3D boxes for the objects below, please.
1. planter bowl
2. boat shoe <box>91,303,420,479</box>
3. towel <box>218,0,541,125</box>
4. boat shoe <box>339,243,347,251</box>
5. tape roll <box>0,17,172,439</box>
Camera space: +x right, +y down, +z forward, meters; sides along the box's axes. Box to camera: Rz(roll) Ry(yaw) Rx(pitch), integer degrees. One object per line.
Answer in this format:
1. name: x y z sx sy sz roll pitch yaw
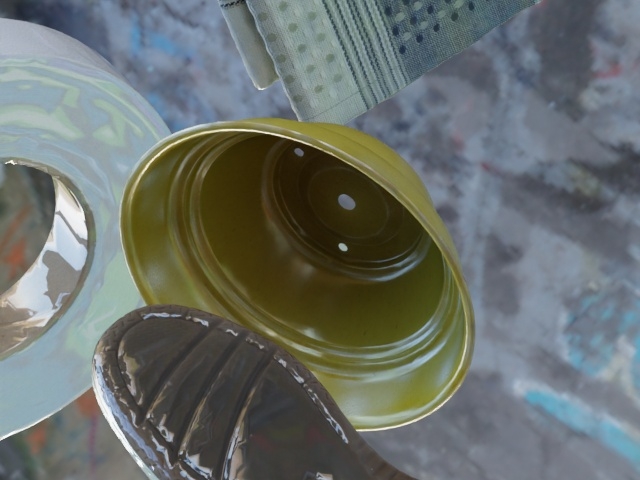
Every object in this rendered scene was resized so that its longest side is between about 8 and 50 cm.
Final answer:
1. planter bowl: 0.000 0.000 0.834 0.217 0.090 0.217 16 133 17
2. boat shoe: -0.008 0.098 0.523 0.190 0.068 0.072 38 153 21
3. towel: 0.044 -0.277 1.071 0.056 0.312 0.324 22 141 60
4. boat shoe: -0.033 0.053 1.605 0.089 0.104 0.285 55 159 0
5. tape roll: -0.292 0.007 1.183 0.072 0.392 0.392 45 150 41
